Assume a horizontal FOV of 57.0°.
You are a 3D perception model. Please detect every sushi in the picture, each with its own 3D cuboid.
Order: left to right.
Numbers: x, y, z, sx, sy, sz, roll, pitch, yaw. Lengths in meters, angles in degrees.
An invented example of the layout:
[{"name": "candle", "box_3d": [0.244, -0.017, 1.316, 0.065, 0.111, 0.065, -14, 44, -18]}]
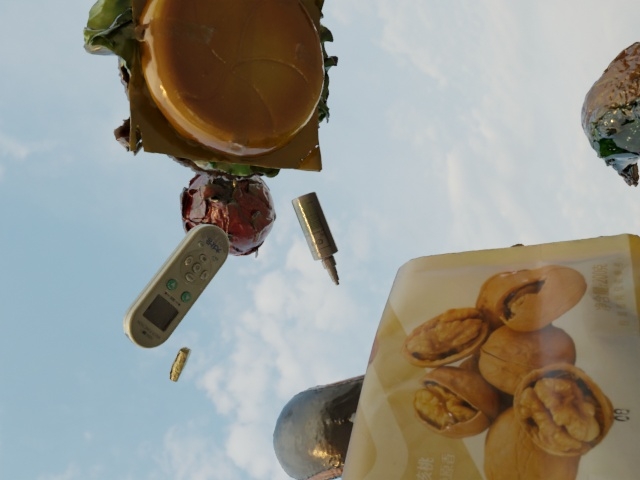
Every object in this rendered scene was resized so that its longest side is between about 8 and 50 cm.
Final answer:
[{"name": "sushi", "box_3d": [0.488, -0.185, 0.929, 0.149, 0.287, 0.140, -24, -126, -19]}]

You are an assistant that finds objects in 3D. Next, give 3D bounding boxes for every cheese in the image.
[{"name": "cheese", "box_3d": [-0.319, 0.279, 1.338, 0.030, 0.044, 0.083, 24, -83, 8]}]

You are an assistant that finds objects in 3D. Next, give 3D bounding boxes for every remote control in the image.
[{"name": "remote control", "box_3d": [-0.223, 0.068, 0.920, 0.221, 0.042, 0.078, -55, -51, -20]}]

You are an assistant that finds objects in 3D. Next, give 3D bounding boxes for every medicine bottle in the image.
[{"name": "medicine bottle", "box_3d": [0.000, 0.000, 1.218, 0.057, 0.057, 0.199, -21, -88, -41]}]

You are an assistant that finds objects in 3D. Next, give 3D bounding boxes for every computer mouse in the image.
[{"name": "computer mouse", "box_3d": [0.030, 0.363, 1.131, 0.116, 0.323, 0.183, 30, -135, -47]}]

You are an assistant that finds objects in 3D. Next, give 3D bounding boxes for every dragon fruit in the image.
[{"name": "dragon fruit", "box_3d": [-0.235, -0.073, 1.481, 0.244, 0.299, 0.245, -1, -102, 5]}]

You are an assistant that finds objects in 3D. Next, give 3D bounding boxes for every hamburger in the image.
[{"name": "hamburger", "box_3d": [-0.073, -0.123, 0.426, 0.189, 0.093, 0.164, 16, -98, -33]}]

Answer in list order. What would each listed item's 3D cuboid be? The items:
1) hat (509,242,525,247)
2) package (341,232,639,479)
[{"name": "hat", "box_3d": [0.406, 0.171, 1.145, 0.233, 0.244, 0.233, 2, -142, -47]}, {"name": "package", "box_3d": [0.146, 0.167, 0.436, 0.165, 0.221, 0.311, 62, -148, -34]}]
